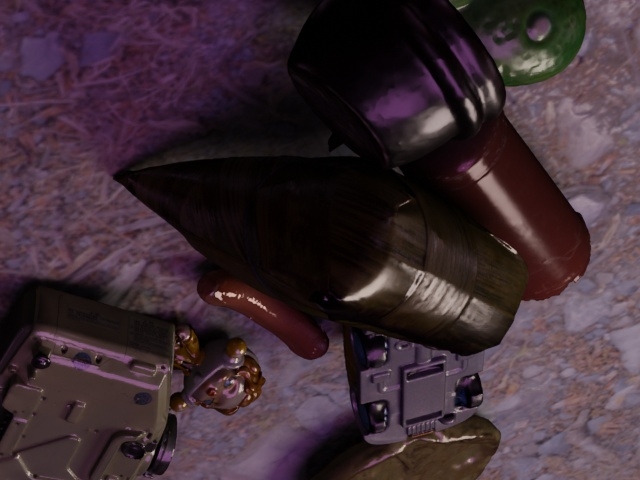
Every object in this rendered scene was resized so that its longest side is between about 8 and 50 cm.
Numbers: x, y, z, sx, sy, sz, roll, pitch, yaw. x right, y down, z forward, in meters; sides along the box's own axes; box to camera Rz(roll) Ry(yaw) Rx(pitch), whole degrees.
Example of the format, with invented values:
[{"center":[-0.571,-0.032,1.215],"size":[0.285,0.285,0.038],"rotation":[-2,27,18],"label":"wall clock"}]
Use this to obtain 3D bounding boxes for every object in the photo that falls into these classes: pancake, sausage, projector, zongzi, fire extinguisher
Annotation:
[{"center":[0.088,0.257,2.179],"size":[0.242,0.050,0.242],"rotation":[-15,150,-9],"label":"pancake"},{"center":[-0.054,0.067,1.891],"size":[0.043,0.043,0.186],"rotation":[-36,140,17],"label":"sausage"},{"center":[-0.235,0.174,1.862],"size":[0.194,0.088,0.269],"rotation":[17,130,-19],"label":"projector"},{"center":[0.000,0.000,1.723],"size":[0.286,0.300,0.138],"rotation":[23,82,-54],"label":"zongzi"},{"center":[0.120,-0.056,1.786],"size":[0.147,0.106,0.337],"rotation":[-22,142,18],"label":"fire extinguisher"}]

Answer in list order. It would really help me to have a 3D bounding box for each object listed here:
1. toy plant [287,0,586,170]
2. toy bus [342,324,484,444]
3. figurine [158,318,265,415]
[{"center":[0.098,-0.172,1.592],"size":[0.235,0.175,0.218],"rotation":[-44,131,-9],"label":"toy plant"},{"center":[0.081,0.086,1.900],"size":[0.126,0.136,0.209],"rotation":[-14,140,-10],"label":"toy bus"},{"center":[-0.122,0.121,1.909],"size":[0.143,0.068,0.101],"rotation":[8,130,-16],"label":"figurine"}]
